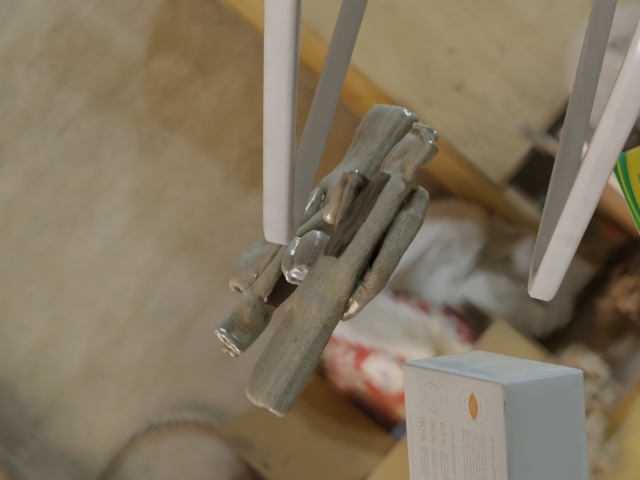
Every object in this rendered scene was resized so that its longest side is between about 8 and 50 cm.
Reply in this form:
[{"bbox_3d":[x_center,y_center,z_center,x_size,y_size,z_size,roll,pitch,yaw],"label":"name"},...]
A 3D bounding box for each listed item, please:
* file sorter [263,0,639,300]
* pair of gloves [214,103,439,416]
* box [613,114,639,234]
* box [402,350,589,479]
[{"bbox_3d":[0.138,-0.069,0.426,0.193,0.278,0.173,95,-171,-68],"label":"file sorter"},{"bbox_3d":[0.000,0.000,1.246,0.204,0.042,0.240,-54,13,4],"label":"pair of gloves"},{"bbox_3d":[0.250,-0.003,1.343,0.043,0.179,0.105,-22,-7,18],"label":"box"},{"bbox_3d":[0.160,0.177,1.785,0.091,0.130,0.170,-7,7,-29],"label":"box"}]
